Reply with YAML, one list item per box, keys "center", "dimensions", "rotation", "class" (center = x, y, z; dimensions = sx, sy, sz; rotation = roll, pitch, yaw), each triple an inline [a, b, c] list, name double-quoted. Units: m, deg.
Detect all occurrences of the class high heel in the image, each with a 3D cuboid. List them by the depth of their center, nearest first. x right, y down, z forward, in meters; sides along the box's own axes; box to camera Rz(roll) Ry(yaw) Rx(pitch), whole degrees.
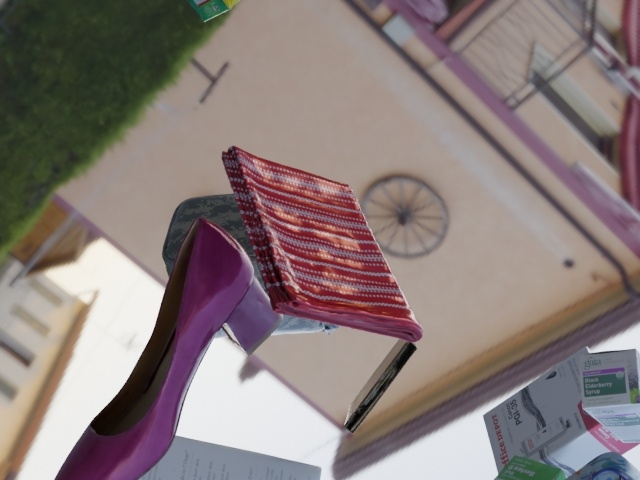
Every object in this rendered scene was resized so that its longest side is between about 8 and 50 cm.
- center: [-0.223, 0.148, 1.157]
  dimensions: [0.377, 0.181, 0.127]
  rotation: [-47, -149, -21]
  class: "high heel"

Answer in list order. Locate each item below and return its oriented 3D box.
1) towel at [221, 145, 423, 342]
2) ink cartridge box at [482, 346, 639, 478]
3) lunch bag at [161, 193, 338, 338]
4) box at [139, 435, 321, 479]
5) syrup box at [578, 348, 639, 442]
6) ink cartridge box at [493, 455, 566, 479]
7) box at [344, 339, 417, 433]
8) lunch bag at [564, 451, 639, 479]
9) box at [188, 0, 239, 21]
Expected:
- center: [0.000, 0.000, 1.094]
  dimensions: [0.031, 0.199, 0.275]
  rotation: [-54, -141, 28]
  class: "towel"
- center: [0.491, 0.387, 1.954]
  dimensions: [0.283, 0.117, 0.207]
  rotation: [-40, -152, 21]
  class: "ink cartridge box"
- center: [-0.116, 0.066, 1.756]
  dimensions: [0.305, 0.256, 0.212]
  rotation: [-5, -141, 7]
  class: "lunch bag"
- center: [-0.196, 0.434, 1.482]
  dimensions: [0.168, 0.345, 0.215]
  rotation: [-32, -135, 57]
  class: "box"
- center: [0.505, 0.259, 1.556]
  dimensions: [0.093, 0.237, 0.096]
  rotation: [-12, -118, 29]
  class: "syrup box"
- center: [0.342, 0.568, 1.714]
  dimensions: [0.289, 0.211, 0.121]
  rotation: [-38, -153, -30]
  class: "ink cartridge box"
- center: [0.096, 0.218, 1.497]
  dimensions: [0.164, 0.021, 0.201]
  rotation: [-54, 175, 1]
  class: "box"
- center: [0.462, 0.471, 1.565]
  dimensions: [0.219, 0.176, 0.090]
  rotation: [-44, 180, 22]
  class: "lunch bag"
- center: [-0.078, -0.350, 1.185]
  dimensions: [0.179, 0.043, 0.105]
  rotation: [-43, -161, -17]
  class: "box"
